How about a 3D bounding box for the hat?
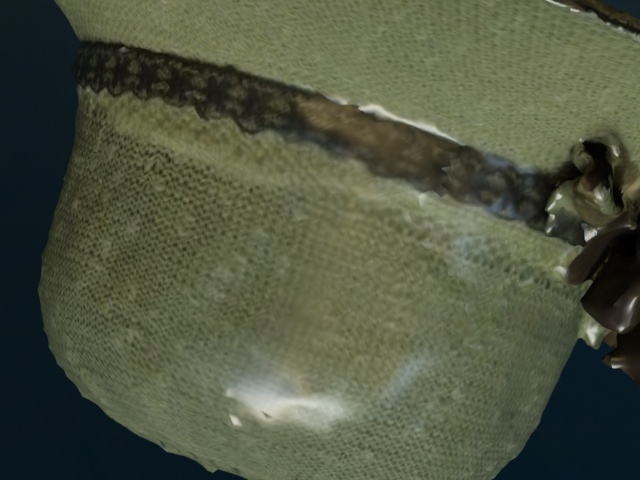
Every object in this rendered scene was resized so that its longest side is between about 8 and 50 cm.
[{"bbox_3d":[0.000,0.000,0.528,0.257,0.257,0.130,18,-91,20],"label":"hat"}]
